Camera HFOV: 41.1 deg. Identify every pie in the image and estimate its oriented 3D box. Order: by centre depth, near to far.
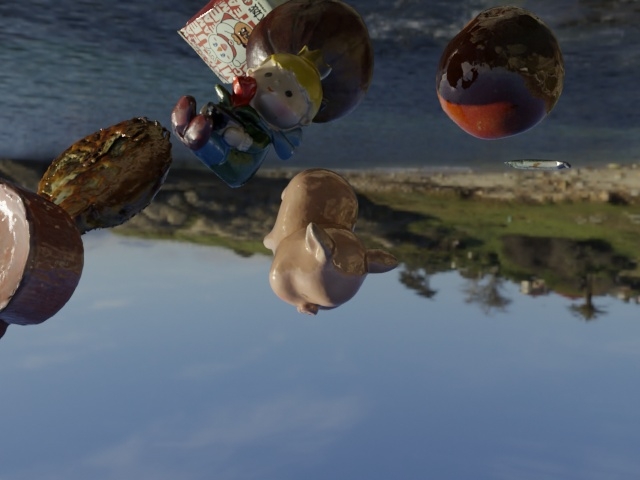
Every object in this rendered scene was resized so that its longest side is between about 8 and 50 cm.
[{"bbox_3d":[-0.404,-0.117,1.588,0.308,0.308,0.085,3,138,38],"label":"pie"}]

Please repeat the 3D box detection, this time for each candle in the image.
[{"bbox_3d":[-0.493,0.021,1.225,0.317,0.287,0.131,-31,157,18],"label":"candle"}]

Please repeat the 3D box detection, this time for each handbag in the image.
[{"bbox_3d":[-0.165,-0.463,1.819,0.298,0.151,0.171,-20,123,40],"label":"handbag"}]

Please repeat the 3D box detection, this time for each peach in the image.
[{"bbox_3d":[0.345,-0.324,1.634,0.253,0.252,0.252,2,-178,0],"label":"peach"}]

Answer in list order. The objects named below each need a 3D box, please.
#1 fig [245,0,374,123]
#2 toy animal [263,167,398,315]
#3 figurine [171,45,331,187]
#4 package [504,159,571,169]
[{"bbox_3d":[-0.018,-0.325,1.538,0.235,0.235,0.214,3,-168,38],"label":"fig"},{"bbox_3d":[0.000,0.000,1.821,0.237,0.326,0.269,22,163,-35],"label":"toy animal"},{"bbox_3d":[-0.089,-0.198,1.207,0.127,0.234,0.185,49,-176,37],"label":"figurine"},{"bbox_3d":[0.380,-0.134,1.494,0.110,0.015,0.037,5,171,29],"label":"package"}]
